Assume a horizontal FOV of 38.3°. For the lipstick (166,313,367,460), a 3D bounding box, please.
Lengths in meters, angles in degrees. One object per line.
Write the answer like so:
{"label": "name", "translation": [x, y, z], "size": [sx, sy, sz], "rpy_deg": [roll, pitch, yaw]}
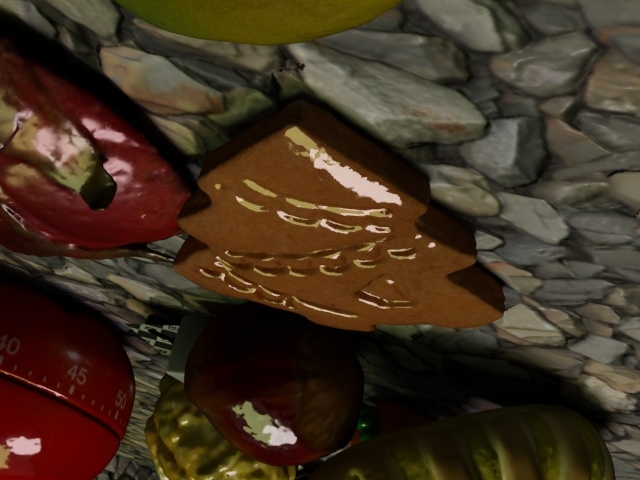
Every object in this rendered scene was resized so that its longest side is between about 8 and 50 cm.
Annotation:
{"label": "lipstick", "translation": [-0.042, 0.201, 1.168], "size": [0.076, 0.079, 0.371], "rpy_deg": [-3, 150, 35]}

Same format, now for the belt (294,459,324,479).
{"label": "belt", "translation": [-0.066, 0.456, 1.741], "size": [0.094, 0.126, 0.359], "rpy_deg": [17, 166, -26]}

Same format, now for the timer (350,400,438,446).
{"label": "timer", "translation": [0.093, 0.251, 1.176], "size": [0.136, 0.099, 0.136], "rpy_deg": [12, 141, 10]}

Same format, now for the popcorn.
{"label": "popcorn", "translation": [-0.150, 0.271, 1.257], "size": [0.266, 0.192, 0.233], "rpy_deg": [46, 176, 46]}

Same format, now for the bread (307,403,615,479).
{"label": "bread", "translation": [0.143, 0.280, 0.977], "size": [0.333, 0.160, 0.333], "rpy_deg": [-11, 157, -5]}

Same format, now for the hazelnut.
{"label": "hazelnut", "translation": [-0.041, 0.144, 0.965], "size": [0.201, 0.170, 0.160], "rpy_deg": [54, 164, -26]}

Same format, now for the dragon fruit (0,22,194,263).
{"label": "dragon fruit", "translation": [-0.229, -0.046, 0.759], "size": [0.282, 0.100, 0.343], "rpy_deg": [20, 159, -12]}

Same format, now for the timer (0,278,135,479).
{"label": "timer", "translation": [-0.456, 0.213, 1.303], "size": [0.378, 0.279, 0.378], "rpy_deg": [16, 155, 8]}

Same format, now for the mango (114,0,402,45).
{"label": "mango", "translation": [-0.022, -0.139, 0.377], "size": [0.137, 0.091, 0.237], "rpy_deg": [33, 161, -17]}

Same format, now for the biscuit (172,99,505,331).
{"label": "biscuit", "translation": [0.000, 0.000, 0.705], "size": [0.284, 0.043, 0.306], "rpy_deg": [7, 153, 13]}

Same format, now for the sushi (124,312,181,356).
{"label": "sushi", "translation": [-0.165, 0.120, 1.173], "size": [0.126, 0.026, 0.120], "rpy_deg": [1, 152, 20]}
